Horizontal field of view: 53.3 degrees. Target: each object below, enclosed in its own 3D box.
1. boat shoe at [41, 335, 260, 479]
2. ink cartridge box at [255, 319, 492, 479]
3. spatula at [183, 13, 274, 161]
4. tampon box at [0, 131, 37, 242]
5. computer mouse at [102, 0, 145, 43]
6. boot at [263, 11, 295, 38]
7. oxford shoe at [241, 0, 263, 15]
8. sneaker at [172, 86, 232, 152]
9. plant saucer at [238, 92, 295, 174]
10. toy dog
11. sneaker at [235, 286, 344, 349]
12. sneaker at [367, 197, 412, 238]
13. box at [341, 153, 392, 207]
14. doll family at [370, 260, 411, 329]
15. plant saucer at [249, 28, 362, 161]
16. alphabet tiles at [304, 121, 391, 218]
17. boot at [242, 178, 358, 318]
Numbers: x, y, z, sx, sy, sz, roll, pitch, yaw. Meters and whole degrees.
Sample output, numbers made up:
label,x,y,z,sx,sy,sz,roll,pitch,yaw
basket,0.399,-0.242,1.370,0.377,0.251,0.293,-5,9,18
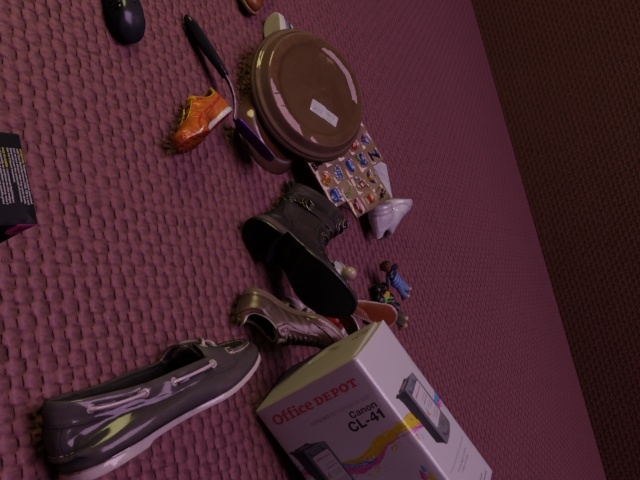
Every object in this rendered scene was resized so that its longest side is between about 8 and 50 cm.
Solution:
label,x,y,z,sx,sy,sz,roll,pitch,yaw
boat shoe,-0.192,0.175,0.799,0.335,0.112,0.095,-27,102,-56
ink cartridge box,0.083,0.313,0.993,0.306,0.226,0.131,53,30,-4
spatula,-0.165,-0.268,1.133,0.296,0.030,0.084,63,-12,-2
tampon box,-0.381,-0.043,0.603,0.161,0.121,0.101,-2,75,-58
computer mouse,-0.311,-0.419,0.998,0.071,0.041,0.242,4,70,-56
boot,-0.069,-0.387,1.336,0.086,0.069,0.189,26,52,-43
oxford shoe,-0.126,-0.559,1.336,0.076,0.076,0.212,40,44,-44
sneaker,-0.206,-0.195,1.040,0.067,0.064,0.175,44,31,-14
plant saucer,-0.095,-0.212,1.243,0.168,0.029,0.168,33,48,-45
toy dog,0.082,0.197,1.173,0.220,0.161,0.333,-40,108,-58
sneaker,-0.053,0.148,1.039,0.189,0.066,0.071,26,48,-11
sneaker,0.164,-0.054,1.543,0.212,0.080,0.094,-22,111,-60
box,0.087,-0.126,1.414,0.102,0.101,0.087,14,63,-52
doll family,0.147,0.130,1.408,0.111,0.076,0.193,46,34,-29
plant saucer,-0.014,-0.293,1.267,0.278,0.041,0.277,11,72,-38
alphabet tiles,0.051,-0.169,1.318,0.198,0.009,0.237,-31,92,-40
boot,0.000,0.000,1.162,0.263,0.091,0.229,44,32,4
